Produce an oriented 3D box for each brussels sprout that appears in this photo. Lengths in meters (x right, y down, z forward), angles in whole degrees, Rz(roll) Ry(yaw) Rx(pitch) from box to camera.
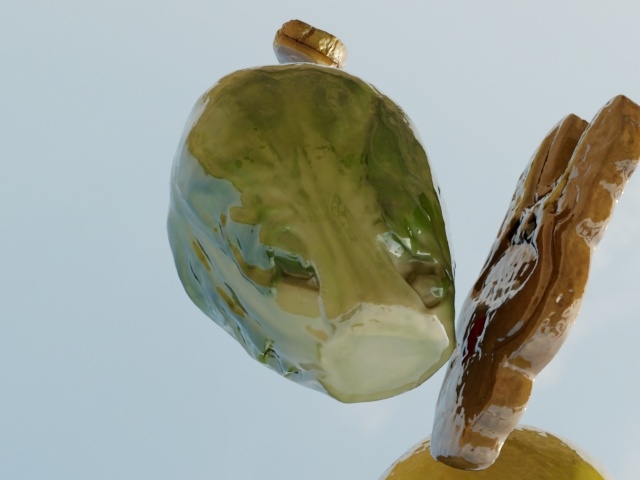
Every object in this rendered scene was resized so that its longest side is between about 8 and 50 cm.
[{"bbox_3d":[0.000,0.000,1.439,0.210,0.219,0.271,-10,-132,-19],"label":"brussels sprout"}]

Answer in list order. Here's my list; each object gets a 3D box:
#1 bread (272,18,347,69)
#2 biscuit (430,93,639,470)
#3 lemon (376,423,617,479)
[{"bbox_3d":[-0.011,-0.183,1.878,0.081,0.046,0.083,30,173,-27],"label":"bread"},{"bbox_3d":[0.152,0.030,1.427,0.044,0.295,0.186,25,166,-10],"label":"biscuit"},{"bbox_3d":[0.183,0.352,2.038,0.348,0.348,0.348,-2,-156,1],"label":"lemon"}]
